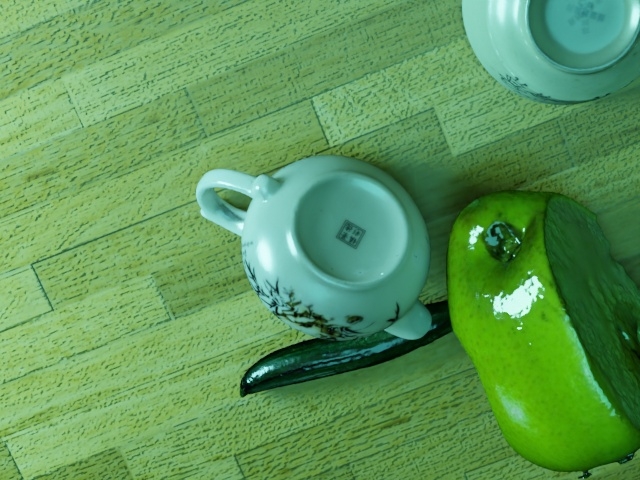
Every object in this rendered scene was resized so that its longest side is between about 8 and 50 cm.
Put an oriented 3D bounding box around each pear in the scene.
[{"bbox_3d":[0.233,0.084,1.625,0.176,0.286,0.281,-27,106,27],"label":"pear"}]

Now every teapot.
[{"bbox_3d":[0.000,0.000,1.651,0.300,0.166,0.208,29,76,8],"label":"teapot"}]

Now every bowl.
[{"bbox_3d":[0.271,-0.250,1.588,0.238,0.126,0.237,0,106,1],"label":"bowl"}]

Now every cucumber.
[{"bbox_3d":[0.036,0.127,1.736,0.284,0.056,0.056,-19,106,4],"label":"cucumber"}]
